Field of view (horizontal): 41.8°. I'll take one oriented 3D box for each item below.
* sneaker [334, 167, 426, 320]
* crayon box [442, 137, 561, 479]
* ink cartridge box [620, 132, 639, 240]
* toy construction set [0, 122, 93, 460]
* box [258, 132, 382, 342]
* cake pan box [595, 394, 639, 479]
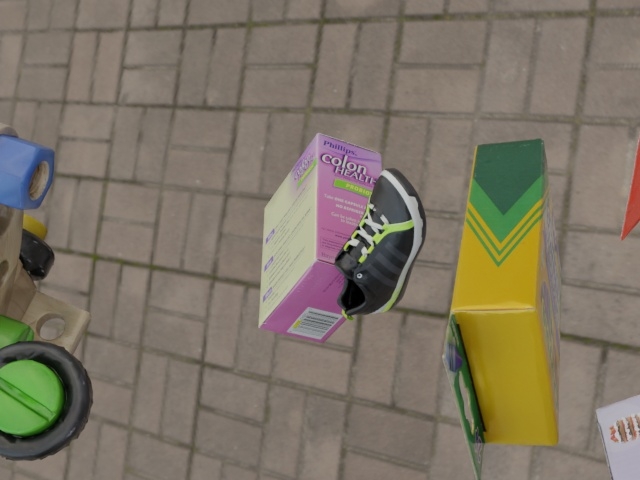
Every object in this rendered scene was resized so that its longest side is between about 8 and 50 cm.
[{"bbox_3d":[0.069,0.018,1.083,0.084,0.097,0.235,47,144,41],"label":"sneaker"},{"bbox_3d":[0.205,0.068,0.890,0.083,0.203,0.323,-3,40,21],"label":"crayon box"},{"bbox_3d":[0.222,-0.116,0.353,0.066,0.189,0.232,30,67,29],"label":"ink cartridge box"},{"bbox_3d":[-0.276,0.068,0.498,0.308,0.237,0.258,-3,75,-7],"label":"toy construction set"},{"bbox_3d":[0.000,0.000,1.316,0.213,0.117,0.243,129,149,-47],"label":"box"},{"bbox_3d":[0.322,0.297,0.687,0.070,0.267,0.246,-28,116,23],"label":"cake pan box"}]
